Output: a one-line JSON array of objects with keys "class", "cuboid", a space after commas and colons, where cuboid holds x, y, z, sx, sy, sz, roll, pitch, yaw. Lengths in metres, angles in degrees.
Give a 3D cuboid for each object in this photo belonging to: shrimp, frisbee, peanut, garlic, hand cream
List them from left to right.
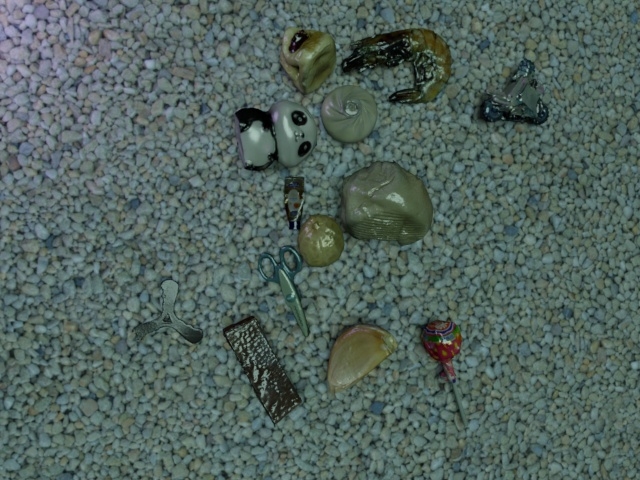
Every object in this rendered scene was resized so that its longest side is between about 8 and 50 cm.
[{"class": "frisbee", "cuboid": [-0.467, 0.233, 1.360, 0.187, 0.012, 0.211, -22, 94, -6]}, {"class": "hand cream", "cuboid": [-0.079, -0.114, 1.396, 0.062, 0.039, 0.163, -1, 89, 8]}, {"class": "peanut", "cuboid": [0.000, 0.000, 1.370, 0.140, 0.109, 0.159, -17, 96, 1]}, {"class": "garlic", "cuboid": [0.111, 0.349, 1.369, 0.245, 0.164, 0.145, -44, 113, 0]}, {"class": "shrimp", "cuboid": [0.245, -0.528, 1.421, 0.364, 0.071, 0.234, -16, 99, -13]}]

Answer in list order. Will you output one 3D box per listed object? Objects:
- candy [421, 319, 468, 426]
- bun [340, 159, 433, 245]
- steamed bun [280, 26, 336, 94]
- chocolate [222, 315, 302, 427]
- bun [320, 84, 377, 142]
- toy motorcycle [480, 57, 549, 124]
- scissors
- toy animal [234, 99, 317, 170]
[{"class": "candy", "cuboid": [0.413, 0.423, 1.446, 0.124, 0.124, 0.366, -20, 101, -7]}, {"class": "bun", "cuboid": [0.189, -0.117, 1.342, 0.281, 0.282, 0.205, 4, 65, -8]}, {"class": "steamed bun", "cuboid": [-0.050, -0.542, 1.342, 0.155, 0.172, 0.141, 43, 75, 11]}, {"class": "chocolate", "cuboid": [-0.168, 0.381, 1.364, 0.111, 0.112, 0.321, -28, 94, -16]}, {"class": "bun", "cuboid": [0.088, -0.379, 1.373, 0.172, 0.120, 0.173, 0, 93, -6]}, {"class": "toy motorcycle", "cuboid": [0.617, -0.472, 1.455, 0.239, 0.108, 0.204, -4, 97, -31]}, {"class": "scissors", "cuboid": [-0.089, 0.160, 1.394, 0.137, 0.041, 0.289, -19, 98, 9]}, {"class": "toy animal", "cuboid": [-0.124, -0.301, 1.319, 0.234, 0.165, 0.187, -10, 114, -7]}]
